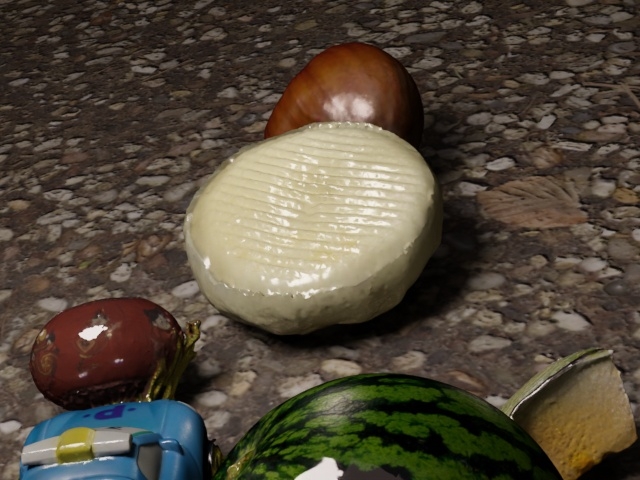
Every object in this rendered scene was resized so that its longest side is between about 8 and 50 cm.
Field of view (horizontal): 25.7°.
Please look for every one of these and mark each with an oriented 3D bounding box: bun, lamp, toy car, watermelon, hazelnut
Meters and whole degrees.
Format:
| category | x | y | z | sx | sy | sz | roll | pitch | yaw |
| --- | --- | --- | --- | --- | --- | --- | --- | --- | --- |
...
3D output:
| category | x | y | z | sx | sy | sz | roll | pitch | yaw |
| --- | --- | --- | --- | --- | --- | --- | --- | --- | --- |
| bun | 0.000 | 0.000 | 1.508 | 0.287 | 0.146 | 0.287 | -12 | 44 | 12 |
| lamp | -0.211 | 0.128 | 1.409 | 0.156 | 0.135 | 0.157 | -2 | -12 | -41 |
| toy car | -0.190 | 0.226 | 1.200 | 0.198 | 0.166 | 0.314 | -7 | 30 | 7 |
| watermelon | 0.044 | 0.235 | 0.956 | 0.285 | 0.285 | 0.285 | -11 | 30 | 7 |
| hazelnut | 0.040 | -0.129 | 1.688 | 0.210 | 0.210 | 0.186 | -2 | 2 | 21 |

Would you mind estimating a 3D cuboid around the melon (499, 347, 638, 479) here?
| category | x | y | z | sx | sy | sz | roll | pitch | yaw |
| --- | --- | --- | --- | --- | --- | --- | --- | --- | --- |
| melon | 0.190 | 0.172 | 1.216 | 0.202 | 0.093 | 0.139 | -42 | 0 | 9 |
